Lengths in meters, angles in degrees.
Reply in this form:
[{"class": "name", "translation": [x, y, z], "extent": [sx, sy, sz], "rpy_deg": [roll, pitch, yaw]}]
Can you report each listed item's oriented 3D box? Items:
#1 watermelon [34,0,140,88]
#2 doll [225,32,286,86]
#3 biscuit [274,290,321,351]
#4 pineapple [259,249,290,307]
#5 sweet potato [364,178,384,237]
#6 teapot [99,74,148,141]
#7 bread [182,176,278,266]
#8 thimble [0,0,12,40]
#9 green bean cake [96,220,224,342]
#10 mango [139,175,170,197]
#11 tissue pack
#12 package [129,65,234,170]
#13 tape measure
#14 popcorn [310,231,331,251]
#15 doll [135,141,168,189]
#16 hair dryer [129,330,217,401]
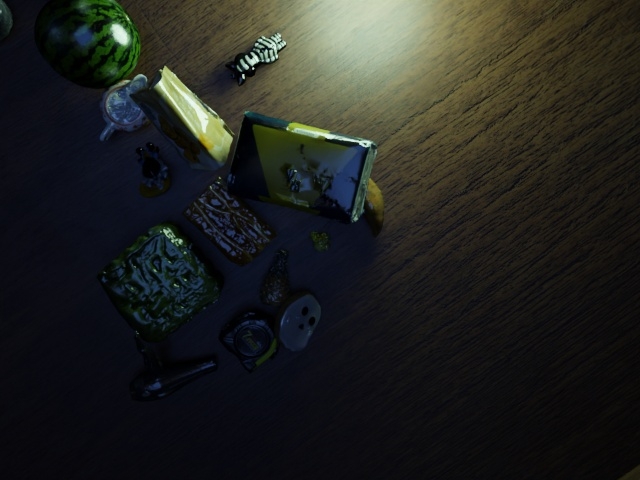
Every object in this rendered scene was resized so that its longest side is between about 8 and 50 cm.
[{"class": "watermelon", "translation": [-0.688, -0.599, 1.660], "extent": [0.284, 0.285, 0.285], "rpy_deg": [-1, 98, -5]}, {"class": "doll", "translation": [-0.211, -0.595, 1.812], "extent": [0.219, 0.067, 0.091], "rpy_deg": [-37, 96, -5]}, {"class": "biscuit", "translation": [-0.072, 0.277, 1.900], "extent": [0.181, 0.049, 0.208], "rpy_deg": [42, 73, -43]}, {"class": "pineapple", "translation": [-0.145, 0.129, 1.904], "extent": [0.108, 0.108, 0.198], "rpy_deg": [12, 84, -6]}, {"class": "sweet potato", "translation": [0.134, -0.180, 1.884], "extent": [0.106, 0.095, 0.355], "rpy_deg": [-30, 98, 26]}, {"class": "teapot", "translation": [-0.629, -0.419, 1.778], "extent": [0.159, 0.116, 0.246], "rpy_deg": [29, 91, -22]}, {"class": "bread", "translation": [-0.301, -0.056, 1.855], "extent": [0.185, 0.114, 0.275], "rpy_deg": [-44, 101, 2]}, {"class": "thimble", "translation": [-1.039, -0.693, 1.711], "extent": [0.150, 0.098, 0.150], "rpy_deg": [-1, 98, -6]}, {"class": "green bean cake", "translation": [-0.511, 0.135, 1.811], "extent": [0.335, 0.218, 0.319], "rpy_deg": [-40, 99, 3]}, {"class": "mango", "translation": [-0.552, -0.185, 1.845], "extent": [0.114, 0.057, 0.079], "rpy_deg": [-35, 102, 8]}, {"class": "tissue pack", "translation": [-0.048, -0.224, 1.739], "extent": [0.416, 0.253, 0.264], "rpy_deg": [15, 98, 8]}, {"class": "package", "translation": [-0.409, -0.387, 1.732], "extent": [0.165, 0.221, 0.311], "rpy_deg": [-51, 122, -19]}, {"class": "tape measure", "translation": [-0.231, 0.335, 1.916], "extent": [0.186, 0.112, 0.199], "rpy_deg": [-38, 105, 8]}, {"class": "popcorn", "translation": [-0.002, 0.002, 1.915], "extent": [0.083, 0.059, 0.068], "rpy_deg": [40, 93, 0]}, {"class": "doll", "translation": [-0.543, -0.236, 1.789], "extent": [0.095, 0.070, 0.195], "rpy_deg": [-31, 59, 2]}, {"class": "hair dryer", "translation": [-0.514, 0.394, 1.826], "extent": [0.303, 0.120, 0.360], "rpy_deg": [-17, 138, -7]}]
